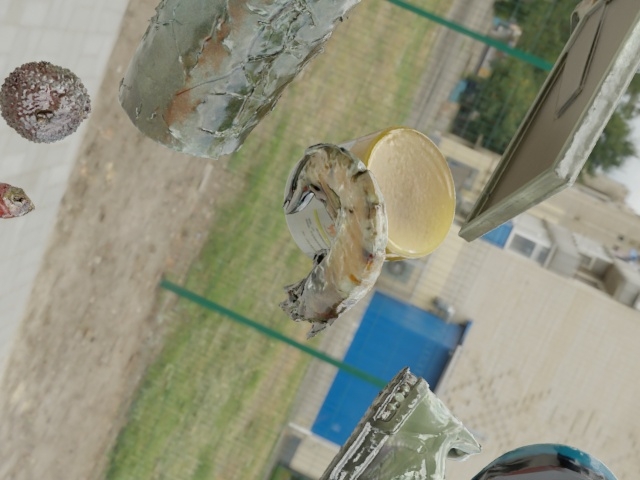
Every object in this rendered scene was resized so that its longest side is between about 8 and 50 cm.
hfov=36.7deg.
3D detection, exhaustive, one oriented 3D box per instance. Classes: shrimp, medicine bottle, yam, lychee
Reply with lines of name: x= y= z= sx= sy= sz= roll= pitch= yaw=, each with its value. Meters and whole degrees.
shrimp: x=0.000 y=0.000 z=1.418 sx=0.071 sy=0.233 sz=0.365 roll=-11 pitch=160 yaw=-28
medicine bottle: x=0.090 y=-0.073 z=1.780 sx=0.232 sy=0.238 sz=0.238 roll=-11 pitch=-137 yaw=50
yam: x=-0.116 y=-0.285 z=1.324 sx=0.348 sy=0.241 sz=0.241 roll=-49 pitch=-177 yaw=31
lychee: x=-0.225 y=-0.114 z=0.786 sx=0.083 sy=0.068 sz=0.067 roll=-95 pitch=166 yaw=-65

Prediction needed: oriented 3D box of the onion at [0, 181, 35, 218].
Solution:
onion: x=-0.408 y=-0.055 z=1.026 sx=0.173 sy=0.198 sz=0.135 roll=-82 pitch=157 yaw=-54

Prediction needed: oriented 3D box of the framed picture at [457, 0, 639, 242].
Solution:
framed picture: x=0.162 y=-0.097 z=0.601 sx=0.203 sy=0.015 sz=0.150 roll=-58 pitch=-176 yaw=-18

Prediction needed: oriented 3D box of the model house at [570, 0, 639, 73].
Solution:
model house: x=0.496 y=-0.326 z=0.858 sx=0.400 sy=0.445 sz=0.395 roll=-82 pitch=-178 yaw=-84

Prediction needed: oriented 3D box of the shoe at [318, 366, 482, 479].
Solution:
shoe: x=0.064 y=0.276 z=0.982 sx=0.293 sy=0.149 sz=0.109 roll=-52 pitch=175 yaw=-29

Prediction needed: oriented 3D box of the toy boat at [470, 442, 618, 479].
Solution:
toy boat: x=0.142 y=0.269 z=0.849 sx=0.299 sy=0.134 sz=0.092 roll=-51 pitch=-176 yaw=28
